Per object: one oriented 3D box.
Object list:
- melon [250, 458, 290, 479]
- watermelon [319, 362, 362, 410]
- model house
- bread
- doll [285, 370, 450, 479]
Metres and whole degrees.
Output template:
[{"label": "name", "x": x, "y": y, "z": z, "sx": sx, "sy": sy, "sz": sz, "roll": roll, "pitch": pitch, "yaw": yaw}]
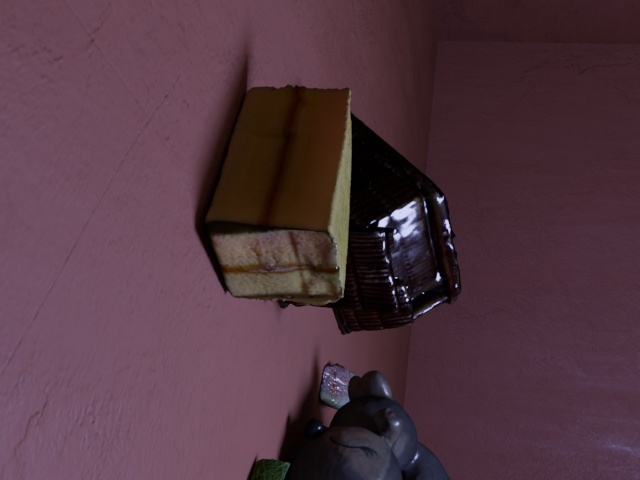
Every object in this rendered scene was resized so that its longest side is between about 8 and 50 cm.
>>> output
[{"label": "melon", "x": -0.114, "y": 0.460, "z": 1.245, "sx": 0.114, "sy": 0.053, "sz": 0.261, "roll": 107, "pitch": 3, "yaw": -50}, {"label": "watermelon", "x": 0.058, "y": 0.334, "z": 1.805, "sx": 0.180, "sy": 0.081, "sz": 0.094, "roll": 36, "pitch": 75, "yaw": -34}, {"label": "model house", "x": 0.031, "y": 0.007, "z": 1.340, "sx": 0.282, "sy": 0.297, "sz": 0.317, "roll": -34, "pitch": 133, "yaw": -22}, {"label": "bread", "x": -0.036, "y": -0.062, "z": 1.106, "sx": 0.163, "sy": 0.168, "sz": 0.264, "roll": 79, "pitch": 19, "yaw": -52}, {"label": "doll", "x": 0.108, "y": 0.463, "z": 1.513, "sx": 0.252, "sy": 0.378, "sz": 0.382, "roll": -50, "pitch": -179, "yaw": 43}]
